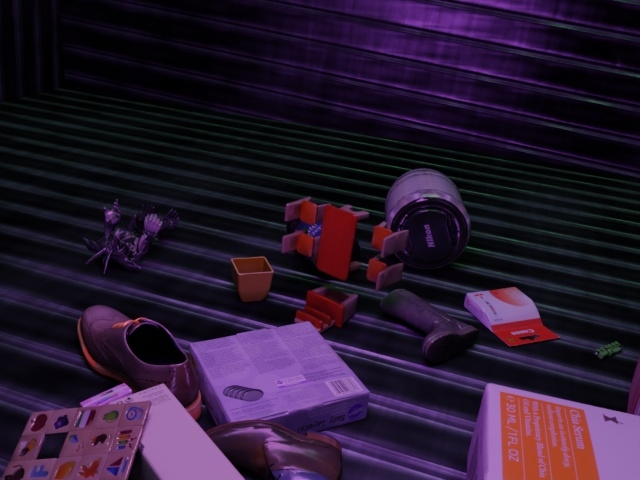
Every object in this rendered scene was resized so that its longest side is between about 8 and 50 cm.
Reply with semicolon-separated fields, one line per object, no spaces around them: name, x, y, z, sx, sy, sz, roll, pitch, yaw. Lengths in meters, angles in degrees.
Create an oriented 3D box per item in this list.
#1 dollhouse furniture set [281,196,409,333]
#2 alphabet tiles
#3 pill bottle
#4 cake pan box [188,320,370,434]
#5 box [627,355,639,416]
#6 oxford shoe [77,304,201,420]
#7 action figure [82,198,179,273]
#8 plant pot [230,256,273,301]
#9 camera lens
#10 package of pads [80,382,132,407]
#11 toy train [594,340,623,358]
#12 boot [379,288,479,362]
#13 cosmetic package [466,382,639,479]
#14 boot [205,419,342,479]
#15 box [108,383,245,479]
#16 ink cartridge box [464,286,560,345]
dollhouse furniture set;0.027;0.055;1.356;0.262;0.259;0.135;21;25;32
alphabet tiles;-0.342;0.322;0.835;0.198;0.009;0.237;-9;41;14
pill bottle;0.000;0.000;1.644;0.123;0.123;0.219;-8;27;-28
cake pan box;-0.077;0.247;1.137;0.267;0.070;0.246;-8;29;-28
box;0.618;0.285;1.112;0.127;0.149;0.232;16;25;23
oxford shoe;-0.327;0.183;1.139;0.130;0.133;0.363;-18;33;-42
action figure;-0.469;-0.023;1.570;0.164;0.141;0.276;21;24;6
plant pot;-0.158;0.093;1.444;0.081;0.083;0.081;-3;25;-20
camera lens;0.285;-0.064;1.736;0.219;0.219;0.274;7;24;2
package of pads;-0.347;0.272;1.033;0.032;0.050;0.083;27;31;35
toy train;0.628;0.239;1.382;0.083;0.017;0.024;-10;38;-32
boot;0.210;0.172;1.363;0.189;0.076;0.208;1;27;-48
cosmetic package;0.437;0.368;0.867;0.453;0.161;0.230;11;24;9
boot;-0.073;0.329;0.934;0.219;0.082;0.106;6;21;-5
box;-0.197;0.325;0.879;0.094;0.113;0.275;-13;29;-36
ink cartridge box;0.439;0.170;1.461;0.145;0.045;0.179;-5;23;-22
